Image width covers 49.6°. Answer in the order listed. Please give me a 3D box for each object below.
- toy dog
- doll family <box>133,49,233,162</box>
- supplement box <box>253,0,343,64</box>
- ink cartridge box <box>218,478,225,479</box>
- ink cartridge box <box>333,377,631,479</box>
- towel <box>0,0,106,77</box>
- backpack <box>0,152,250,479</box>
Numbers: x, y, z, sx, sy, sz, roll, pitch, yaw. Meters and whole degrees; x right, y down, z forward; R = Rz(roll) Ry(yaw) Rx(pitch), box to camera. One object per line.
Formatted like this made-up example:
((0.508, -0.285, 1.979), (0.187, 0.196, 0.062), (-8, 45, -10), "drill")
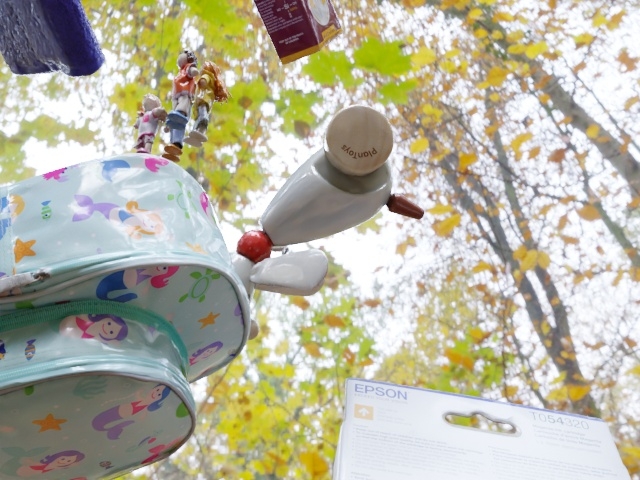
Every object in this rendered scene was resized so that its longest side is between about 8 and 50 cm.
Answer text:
((0.000, 0.000, 0.856), (0.161, 0.220, 0.334), (39, -80, 2), "toy dog")
((-0.241, -0.233, 1.239), (0.118, 0.163, 0.263), (19, -26, -30), "doll family")
((-0.048, -0.396, 1.116), (0.080, 0.104, 0.188), (-11, -64, 32), "supplement box")
((-0.134, 0.329, 0.739), (0.056, 0.135, 0.099), (31, -81, 14), "ink cartridge box")
((0.171, 0.294, 0.701), (0.324, 0.330, 0.071), (10, -62, 0), "ink cartridge box")
((-0.391, -0.362, 0.883), (0.227, 0.076, 0.308), (13, -48, 40), "towel")
((-0.175, 0.062, 0.486), (0.253, 0.191, 0.225), (-23, -32, -13), "backpack")
